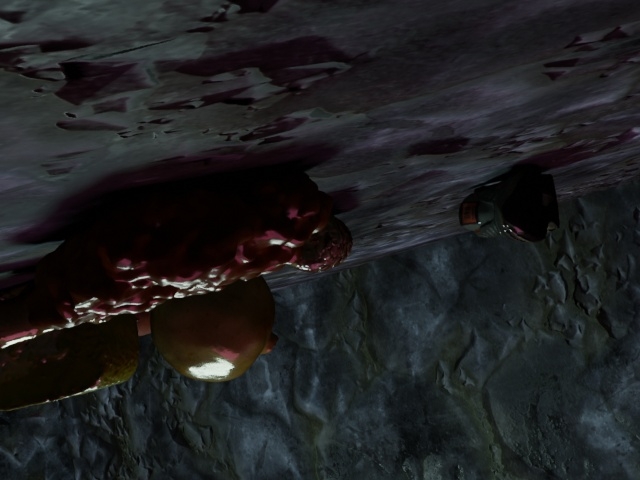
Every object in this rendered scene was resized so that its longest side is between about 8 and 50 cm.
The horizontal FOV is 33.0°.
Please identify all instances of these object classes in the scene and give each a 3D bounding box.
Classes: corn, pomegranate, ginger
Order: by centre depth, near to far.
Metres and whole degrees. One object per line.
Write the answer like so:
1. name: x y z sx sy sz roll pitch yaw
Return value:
1. ginger: -0.305 0.067 1.449 0.333 0.081 0.148 -15 -169 0
2. corn: 0.000 0.000 1.696 0.098 0.098 0.290 -16 179 8
3. pomegranate: -0.183 0.126 1.828 0.233 0.233 0.233 -15 175 -1

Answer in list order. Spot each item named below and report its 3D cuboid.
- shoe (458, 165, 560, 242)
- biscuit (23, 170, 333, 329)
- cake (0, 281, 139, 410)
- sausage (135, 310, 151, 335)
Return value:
1. shoe: 0.327 -0.059 1.961 0.171 0.132 0.336 -7 -179 22
2. biscuit: -0.156 0.012 1.229 0.318 0.111 0.312 -12 173 -33
3. cake: -0.409 0.152 1.627 0.260 0.179 0.156 -14 175 18
4. sausage: -0.328 0.117 1.906 0.113 0.114 0.259 -19 175 37
